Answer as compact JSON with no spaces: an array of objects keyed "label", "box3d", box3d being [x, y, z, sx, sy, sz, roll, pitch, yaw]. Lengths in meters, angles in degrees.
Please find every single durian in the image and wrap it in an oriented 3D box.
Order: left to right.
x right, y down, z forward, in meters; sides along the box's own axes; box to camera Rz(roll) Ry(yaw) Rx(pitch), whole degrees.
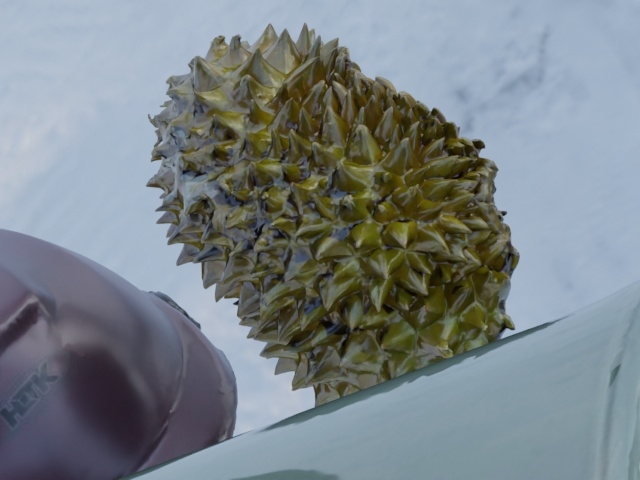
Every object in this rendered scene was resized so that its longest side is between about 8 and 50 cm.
[{"label":"durian","box3d":[-0.006,-0.006,1.011,0.138,0.249,0.183,13,107,-46]}]

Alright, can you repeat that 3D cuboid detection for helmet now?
[{"label":"helmet","box3d":[-0.217,0.103,1.211,0.197,0.338,0.271,49,67,-15]}]

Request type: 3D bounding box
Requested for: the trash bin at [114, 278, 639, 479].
[{"label":"trash bin","box3d":[0.012,0.179,0.540,0.432,0.280,0.280,-19,84,28]}]
